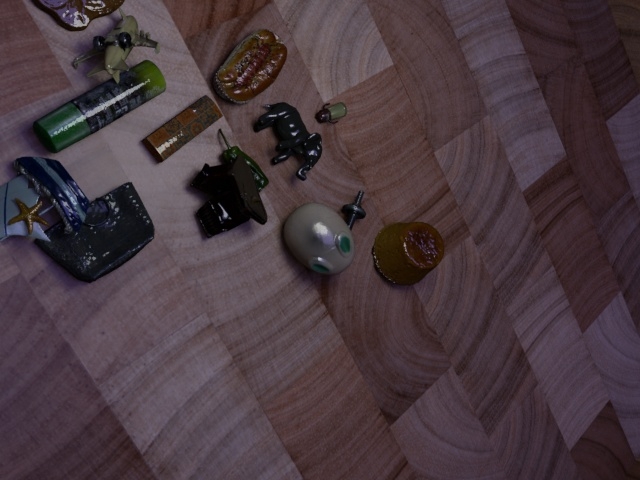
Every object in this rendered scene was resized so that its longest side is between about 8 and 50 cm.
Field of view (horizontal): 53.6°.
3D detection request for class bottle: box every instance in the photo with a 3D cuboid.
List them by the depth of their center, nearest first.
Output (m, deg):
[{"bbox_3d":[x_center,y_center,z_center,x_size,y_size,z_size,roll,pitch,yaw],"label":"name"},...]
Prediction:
[{"bbox_3d":[-0.535,-0.330,1.553,0.330,0.093,0.093,-41,108,-29],"label":"bottle"},{"bbox_3d":[0.030,-0.394,1.957,0.101,0.047,0.063,-25,64,-27],"label":"bottle"}]

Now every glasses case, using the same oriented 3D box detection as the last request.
[{"bbox_3d":[-0.365,-0.299,1.687,0.218,0.049,0.075,-44,110,-27],"label":"glasses case"}]

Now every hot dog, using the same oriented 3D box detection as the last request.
[{"bbox_3d":[-0.193,-0.491,1.798,0.144,0.075,0.268,45,62,-20],"label":"hot dog"}]

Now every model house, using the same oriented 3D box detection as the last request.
[{"bbox_3d":[-0.259,-0.116,1.710,0.141,0.164,0.203,-20,93,-70],"label":"model house"}]

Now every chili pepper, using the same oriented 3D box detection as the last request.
[{"bbox_3d":[-0.226,-0.214,1.764,0.072,0.073,0.204,-46,110,-12],"label":"chili pepper"}]

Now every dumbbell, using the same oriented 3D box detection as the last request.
[{"bbox_3d":[0.085,-0.040,1.944,0.082,0.082,0.253,30,72,-28],"label":"dumbbell"}]

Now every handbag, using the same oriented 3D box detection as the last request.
[{"bbox_3d":[-0.533,-0.014,1.546,0.270,0.089,0.175,-38,96,-25],"label":"handbag"}]

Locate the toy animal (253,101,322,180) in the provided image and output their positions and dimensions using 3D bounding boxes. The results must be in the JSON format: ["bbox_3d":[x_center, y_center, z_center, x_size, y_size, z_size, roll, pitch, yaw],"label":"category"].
[{"bbox_3d":[-0.082,-0.293,1.832,0.146,0.115,0.245,-31,104,-30],"label":"toy animal"}]

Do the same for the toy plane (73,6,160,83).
[{"bbox_3d":[-0.495,-0.486,1.562,0.092,0.229,0.244,68,20,-53],"label":"toy plane"}]

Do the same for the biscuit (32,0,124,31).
[{"bbox_3d":[-0.615,-0.671,1.553,0.257,0.049,0.273,-47,110,-26],"label":"biscuit"}]

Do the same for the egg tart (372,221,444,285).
[{"bbox_3d":[0.285,0.030,2.020,0.215,0.171,0.215,6,74,-20],"label":"egg tart"}]

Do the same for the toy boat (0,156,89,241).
[{"bbox_3d":[-0.693,-0.059,1.450,0.291,0.067,0.220,-38,93,-14],"label":"toy boat"}]

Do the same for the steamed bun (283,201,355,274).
[{"bbox_3d":[0.000,0.000,1.822,0.177,0.131,0.228,-38,96,3],"label":"steamed bun"}]
